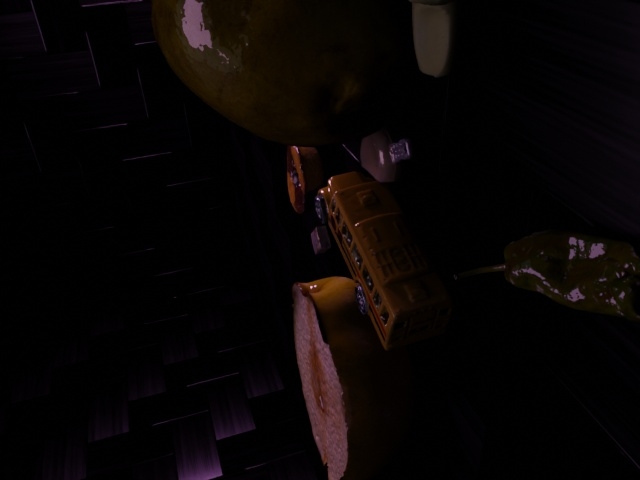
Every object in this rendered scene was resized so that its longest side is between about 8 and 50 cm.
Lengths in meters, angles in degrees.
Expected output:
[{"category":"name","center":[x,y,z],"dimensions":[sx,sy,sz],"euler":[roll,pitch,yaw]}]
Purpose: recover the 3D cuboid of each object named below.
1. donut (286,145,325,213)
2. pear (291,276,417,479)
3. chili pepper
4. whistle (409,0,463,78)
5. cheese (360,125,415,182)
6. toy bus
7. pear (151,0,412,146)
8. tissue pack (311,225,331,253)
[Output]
[{"category":"donut","center":[-0.038,-0.161,1.436],"dimensions":[0.166,0.073,0.184],"euler":[-130,32,-64]},{"category":"pear","center":[0.073,0.255,1.093],"dimensions":[0.340,0.191,0.387],"euler":[-146,49,-69]},{"category":"chili pepper","center":[0.229,0.024,0.543],"dimensions":[0.204,0.073,0.072],"euler":[17,101,62]},{"category":"whistle","center":[0.129,-0.327,0.594],"dimensions":[0.294,0.141,0.141],"euler":[67,180,-53]},{"category":"cheese","center":[0.112,-0.135,0.916],"dimensions":[0.171,0.047,0.092],"euler":[-132,31,-62]},{"category":"toy bus","center":[0.094,0.008,0.930],"dimensions":[0.123,0.121,0.336],"euler":[90,161,-53]},{"category":"pear","center":[-0.056,-0.313,0.826],"dimensions":[0.413,0.352,0.352],"euler":[33,145,22]},{"category":"tissue pack","center":[0.000,0.000,1.498],"dimensions":[0.083,0.035,0.063],"euler":[132,125,-72]}]
